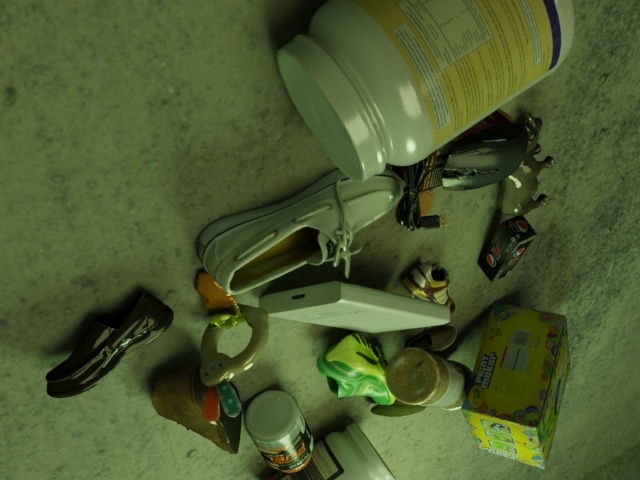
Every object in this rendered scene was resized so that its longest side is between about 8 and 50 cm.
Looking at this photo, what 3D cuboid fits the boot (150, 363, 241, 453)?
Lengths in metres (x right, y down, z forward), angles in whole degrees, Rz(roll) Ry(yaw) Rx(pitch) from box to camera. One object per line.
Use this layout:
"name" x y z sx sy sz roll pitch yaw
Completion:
"boot" -0.223 0.320 1.276 0.115 0.112 0.305 -7 142 8

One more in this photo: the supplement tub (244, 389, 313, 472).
"supplement tub" -0.082 0.407 1.419 0.117 0.117 0.190 -30 138 -11

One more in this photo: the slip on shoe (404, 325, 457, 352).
"slip on shoe" 0.257 0.231 1.565 0.136 0.051 0.041 -20 142 -11

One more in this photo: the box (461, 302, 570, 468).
"box" 0.488 0.356 1.650 0.289 0.177 0.279 -64 147 -28

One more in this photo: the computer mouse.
"computer mouse" 0.247 -0.093 1.132 0.262 0.060 0.184 -15 133 -26

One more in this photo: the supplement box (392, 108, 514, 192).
"supplement box" 0.226 -0.164 1.162 0.188 0.081 0.104 -18 135 -24

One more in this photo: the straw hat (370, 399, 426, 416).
"straw hat" 0.185 0.370 1.614 0.145 0.144 0.061 -11 93 -29

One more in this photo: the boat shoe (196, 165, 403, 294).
"boat shoe" -0.002 -0.006 1.077 0.367 0.156 0.135 -20 135 -21

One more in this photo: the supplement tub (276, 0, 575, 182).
"supplement tub" 0.134 -0.250 0.897 0.331 0.241 0.241 -34 139 -7

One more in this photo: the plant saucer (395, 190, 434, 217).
"plant saucer" 0.180 -0.062 1.271 0.084 0.013 0.083 -20 135 -21

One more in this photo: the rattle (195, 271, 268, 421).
"rattle" -0.169 0.176 1.095 0.142 0.130 0.199 74 36 -57

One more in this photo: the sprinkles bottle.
"sprinkles bottle" 0.261 0.321 1.538 0.121 0.121 0.355 -46 152 7

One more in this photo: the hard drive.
"hard drive" 0.068 0.129 1.249 0.203 0.040 0.308 -15 159 42

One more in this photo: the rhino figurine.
"rhino figurine" 0.396 -0.144 1.314 0.106 0.073 0.243 -29 137 -17

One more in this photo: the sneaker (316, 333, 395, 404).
"sneaker" 0.079 0.284 1.458 0.124 0.109 0.295 -22 143 14

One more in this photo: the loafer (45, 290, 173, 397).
"loafer" -0.337 0.153 1.045 0.220 0.080 0.078 -38 117 -16

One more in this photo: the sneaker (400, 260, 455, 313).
"sneaker" 0.250 0.103 1.428 0.084 0.069 0.186 -46 140 15

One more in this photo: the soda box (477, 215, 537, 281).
"soda box" 0.394 0.018 1.437 0.053 0.060 0.168 -21 153 -21

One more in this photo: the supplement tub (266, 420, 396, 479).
"supplement tub" 0.019 0.575 1.587 0.272 0.191 0.191 -35 139 -4
